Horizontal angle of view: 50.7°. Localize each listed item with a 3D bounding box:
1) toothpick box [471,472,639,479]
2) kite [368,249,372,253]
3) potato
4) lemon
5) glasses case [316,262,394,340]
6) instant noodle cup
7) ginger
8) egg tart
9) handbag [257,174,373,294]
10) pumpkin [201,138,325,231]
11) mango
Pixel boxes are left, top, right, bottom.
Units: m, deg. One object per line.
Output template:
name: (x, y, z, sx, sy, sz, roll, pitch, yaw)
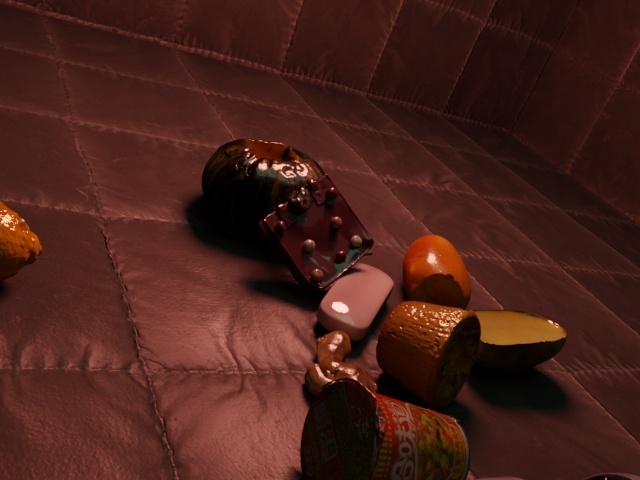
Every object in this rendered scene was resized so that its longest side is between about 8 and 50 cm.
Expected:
toothpick box: (0.291, 0.436, 0.866, 0.355, 0.263, 0.263, 9, 28, -25)
kite: (0.001, -0.002, 1.728, 0.169, 0.015, 0.310, 38, 29, 30)
potato: (0.413, 0.233, 1.495, 0.272, 0.111, 0.160, -1, 20, -28)
lemon: (-0.554, 0.002, 1.106, 0.187, 0.142, 0.142, 13, 26, -30)
glasses case: (0.080, 0.127, 1.467, 0.113, 0.075, 0.297, 27, 24, 10)
instant noodle cup: (0.108, 0.313, 1.017, 0.212, 0.193, 0.193, 17, 24, -32)
ginger: (0.044, 0.240, 1.238, 0.133, 0.059, 0.214, 16, 23, 4)
egg tart: (0.202, 0.211, 1.296, 0.147, 0.202, 0.202, 18, 19, 33)
handbag: (-0.006, -0.018, 1.484, 0.203, 0.074, 0.216, -38, 98, -29)
pumpkin: (-0.134, -0.134, 1.646, 0.320, 0.192, 0.320, 13, 19, -4)
mango: (0.290, 0.068, 1.691, 0.187, 0.138, 0.257, 29, 29, -16)
